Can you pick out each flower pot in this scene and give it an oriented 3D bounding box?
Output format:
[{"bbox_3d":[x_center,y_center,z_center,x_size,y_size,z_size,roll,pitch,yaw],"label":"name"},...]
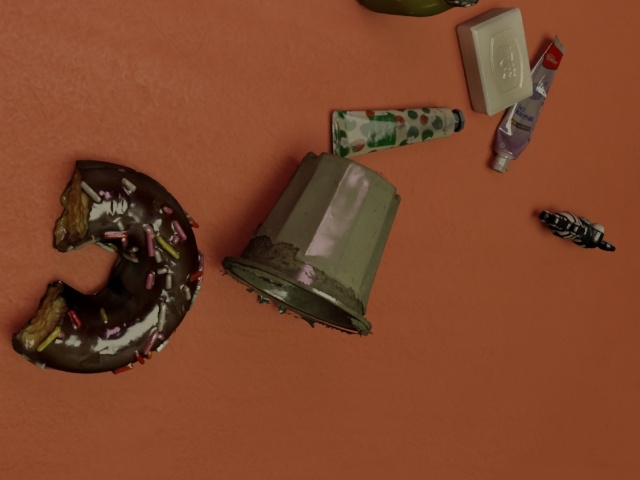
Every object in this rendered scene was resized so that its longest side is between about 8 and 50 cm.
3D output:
[{"bbox_3d":[0.000,0.000,1.431,0.290,0.290,0.259,32,75,-35],"label":"flower pot"}]

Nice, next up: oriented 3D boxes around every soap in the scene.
[{"bbox_3d":[0.342,-0.351,1.621,0.121,0.064,0.183,-28,118,-19],"label":"soap"}]

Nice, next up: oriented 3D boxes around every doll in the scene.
[{"bbox_3d":[0.575,-0.025,1.862,0.219,0.091,0.067,21,94,-37],"label":"doll"}]

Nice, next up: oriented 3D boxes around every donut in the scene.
[{"bbox_3d":[-0.315,0.065,1.310,0.259,0.136,0.345,20,96,-32],"label":"donut"}]

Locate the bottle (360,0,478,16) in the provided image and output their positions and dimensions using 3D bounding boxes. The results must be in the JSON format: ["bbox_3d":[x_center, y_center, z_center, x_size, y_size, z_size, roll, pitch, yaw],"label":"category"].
[{"bbox_3d":[0.164,-0.424,1.363,0.112,0.260,0.112,-11,111,-29],"label":"bottle"}]

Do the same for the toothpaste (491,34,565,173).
[{"bbox_3d":[0.430,-0.278,1.713,0.075,0.048,0.301,26,89,-31],"label":"toothpaste"}]

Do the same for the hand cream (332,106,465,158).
[{"bbox_3d":[0.146,-0.210,1.553,0.276,0.059,0.095,-11,110,-24],"label":"hand cream"}]
